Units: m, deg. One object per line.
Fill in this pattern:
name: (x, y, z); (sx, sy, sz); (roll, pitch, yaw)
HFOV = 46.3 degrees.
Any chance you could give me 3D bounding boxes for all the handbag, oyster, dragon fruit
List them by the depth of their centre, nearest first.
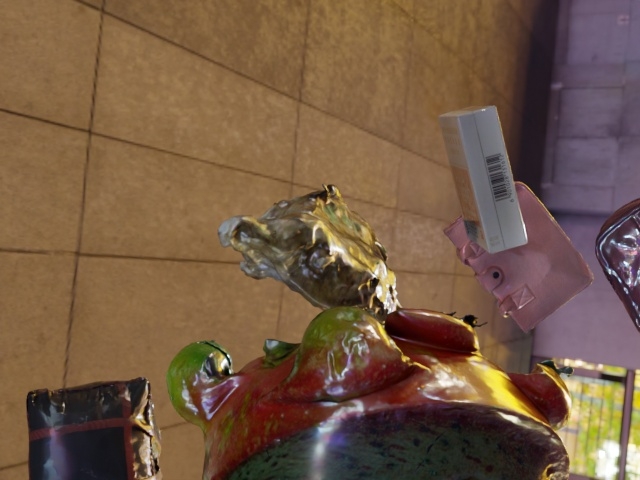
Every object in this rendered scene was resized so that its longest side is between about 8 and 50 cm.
dragon fruit: (0.033, 0.154, 0.513); (0.268, 0.295, 0.130); (111, -12, -48)
oyster: (0.019, 0.015, 0.818); (0.111, 0.204, 0.396); (-58, 178, 11)
handbag: (0.419, 0.050, 0.850); (0.225, 0.146, 0.135); (62, 19, 13)
handbag: (-0.289, 0.291, 0.969); (0.155, 0.169, 0.215); (127, -43, -65)
handbag: (0.316, 0.025, 1.202); (0.212, 0.157, 0.059); (51, 5, -4)

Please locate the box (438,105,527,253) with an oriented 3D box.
box: (0.233, -0.093, 1.086); (0.141, 0.058, 0.201); (-104, 178, -79)
